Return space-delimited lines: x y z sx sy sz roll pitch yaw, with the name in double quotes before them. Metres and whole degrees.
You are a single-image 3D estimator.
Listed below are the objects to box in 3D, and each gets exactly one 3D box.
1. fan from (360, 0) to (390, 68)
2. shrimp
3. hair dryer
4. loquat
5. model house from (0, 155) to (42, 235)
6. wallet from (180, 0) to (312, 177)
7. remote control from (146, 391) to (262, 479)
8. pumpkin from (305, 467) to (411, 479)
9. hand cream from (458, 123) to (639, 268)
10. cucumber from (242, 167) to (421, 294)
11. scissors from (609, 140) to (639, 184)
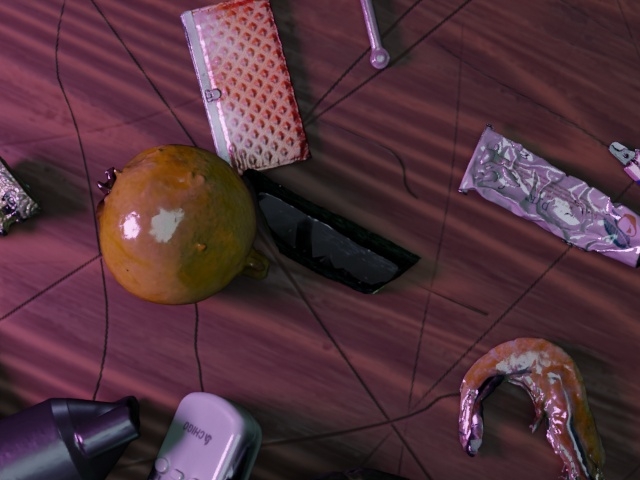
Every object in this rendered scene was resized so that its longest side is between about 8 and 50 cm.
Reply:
"fan" 0.042 -0.329 1.685 0.057 0.023 0.282 -14 87 -12
"shrimp" 0.235 0.218 1.649 0.152 0.046 0.219 -22 84 -4
"hair dryer" -0.344 0.150 1.611 0.244 0.116 0.302 -25 81 -6
"loquat" -0.145 -0.012 1.598 0.204 0.149 0.172 24 82 -12
"model house" -0.355 -0.038 1.631 0.083 0.066 0.079 -39 87 -2
"wallet" -0.083 -0.171 1.671 0.103 0.020 0.197 -15 88 -2
"remote control" -0.153 0.306 1.587 0.056 0.140 0.296 25 87 -36
"pumpkin" 0.030 0.387 1.558 0.300 0.207 0.300 0 90 -15
"hand cream" 0.281 -0.035 1.665 0.257 0.050 0.084 26 84 6
"cucumber" 0.000 0.000 1.650 0.220 0.046 0.070 28 96 -5
"scissors" 0.371 -0.074 1.687 0.113 0.012 0.039 38 86 0
